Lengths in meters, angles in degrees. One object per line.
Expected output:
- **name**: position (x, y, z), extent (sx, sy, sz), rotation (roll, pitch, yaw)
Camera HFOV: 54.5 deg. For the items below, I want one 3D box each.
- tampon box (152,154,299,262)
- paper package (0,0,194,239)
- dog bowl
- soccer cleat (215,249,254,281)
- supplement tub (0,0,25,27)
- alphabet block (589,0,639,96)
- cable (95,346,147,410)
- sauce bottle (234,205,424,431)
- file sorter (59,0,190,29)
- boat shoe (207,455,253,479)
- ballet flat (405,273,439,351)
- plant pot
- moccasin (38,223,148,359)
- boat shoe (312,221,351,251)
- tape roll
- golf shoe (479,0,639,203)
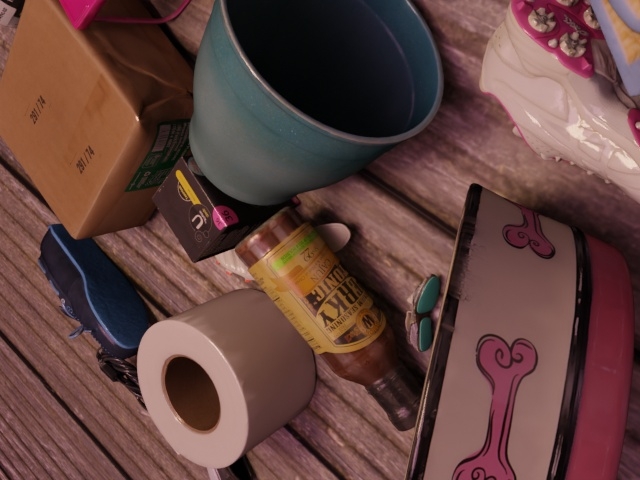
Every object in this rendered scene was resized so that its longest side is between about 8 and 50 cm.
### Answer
- **tampon box**: position (-0.138, -0.059, 0.920), extent (0.101, 0.161, 0.120), rotation (-43, 78, 37)
- **paper package**: position (-0.371, -0.211, 1.038), extent (0.309, 0.168, 0.325), rotation (52, 129, 10)
- **dog bowl**: position (0.180, 0.155, 0.616), extent (0.150, 0.408, 0.407), rotation (12, 112, 12)
- **soccer cleat**: position (-0.149, -0.003, 1.009), extent (0.196, 0.068, 0.076), rotation (35, 119, 27)
- **supplement tub**: position (-0.536, -0.482, 1.119), extent (0.190, 0.117, 0.117), rotation (-26, 87, 40)
- **alphabet block**: position (0.319, -0.245, 0.459), extent (0.197, 0.193, 0.192), rotation (-22, 91, 9)
- **cable**: position (-0.361, 0.279, 1.230), extent (0.151, 0.047, 0.184), rotation (0, 130, 46)
- **sauce bottle**: position (0.028, 0.111, 0.863), extent (0.344, 0.111, 0.111), rotation (49, 128, -3)
- **file sorter**: position (-0.299, -0.487, 0.898), extent (0.202, 0.182, 0.290), rotation (-33, 84, 37)
- **boat shoe**: position (-0.183, 0.355, 1.139), extent (0.076, 0.080, 0.228), rotation (-17, 90, 22)
- **ballet flat**: position (0.133, 0.095, 0.844), extent (0.041, 0.041, 0.114), rotation (16, 112, 33)
- **plant pot**: position (-0.035, -0.173, 0.761), extent (0.271, 0.272, 0.255), rotation (59, 143, 7)
- **moccasin**: position (-0.453, 0.111, 1.239), extent (0.117, 0.138, 0.342), rotation (-52, 58, 20)
- **boat shoe**: position (0.000, 0.000, 0.913), extent (0.125, 0.038, 0.046), rotation (-31, 99, 40)
- **tape roll**: position (-0.153, 0.216, 1.009), extent (0.246, 0.169, 0.246), rotation (12, 112, 34)
- **golf shoe**: position (0.287, -0.117, 0.637), extent (0.306, 0.115, 0.140), rotation (52, 153, 8)
